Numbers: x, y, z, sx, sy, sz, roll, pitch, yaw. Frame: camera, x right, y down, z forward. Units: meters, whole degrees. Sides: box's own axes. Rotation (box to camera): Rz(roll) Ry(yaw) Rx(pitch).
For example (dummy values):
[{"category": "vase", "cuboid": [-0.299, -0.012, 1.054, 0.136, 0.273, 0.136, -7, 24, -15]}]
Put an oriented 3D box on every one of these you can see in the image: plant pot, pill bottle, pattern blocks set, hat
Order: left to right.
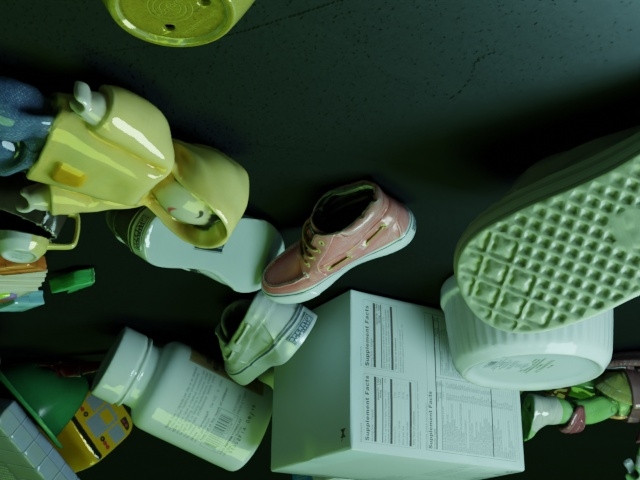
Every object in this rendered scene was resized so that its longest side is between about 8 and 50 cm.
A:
[{"category": "pattern blocks set", "cuboid": [-0.408, 0.057, 1.050, 0.325, 0.026, 0.285, -1, 166, -44]}, {"category": "hat", "cuboid": [-0.381, 0.201, 1.500, 0.208, 0.183, 0.173, 38, 158, 27]}, {"category": "plant pot", "cuboid": [-0.078, -0.166, 0.538, 0.134, 0.095, 0.134, 0, 157, 0]}, {"category": "pill bottle", "cuboid": [-0.190, 0.213, 1.340, 0.229, 0.131, 0.131, 29, 149, -14]}]

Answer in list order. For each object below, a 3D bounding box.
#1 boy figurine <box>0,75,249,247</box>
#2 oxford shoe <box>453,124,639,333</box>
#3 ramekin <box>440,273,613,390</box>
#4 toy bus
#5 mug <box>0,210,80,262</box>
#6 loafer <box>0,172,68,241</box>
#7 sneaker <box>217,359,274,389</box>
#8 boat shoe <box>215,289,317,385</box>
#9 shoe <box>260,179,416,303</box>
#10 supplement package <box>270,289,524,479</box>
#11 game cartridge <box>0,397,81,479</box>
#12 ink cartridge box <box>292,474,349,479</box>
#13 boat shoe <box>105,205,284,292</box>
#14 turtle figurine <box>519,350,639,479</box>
[{"category": "boy figurine", "cuboid": [-0.193, -0.063, 0.793, 0.285, 0.092, 0.177, 18, 144, -30]}, {"category": "oxford shoe", "cuboid": [0.320, -0.047, 0.788, 0.449, 0.169, 0.130, -21, -169, 27]}, {"category": "ramekin", "cuboid": [0.247, 0.106, 1.152, 0.207, 0.109, 0.207, 1, 158, 0]}, {"category": "toy bus", "cuboid": [-0.479, 0.343, 1.683, 0.333, 0.130, 0.108, -22, 105, 42]}, {"category": "mug", "cuboid": [-0.280, -0.014, 0.941, 0.078, 0.064, 0.062, -5, 156, 12]}, {"category": "loafer", "cuboid": [-0.329, -0.034, 0.877, 0.220, 0.078, 0.080, -2, 157, 5]}, {"category": "sneaker", "cuboid": [-0.143, 0.217, 1.447, 0.237, 0.085, 0.086, -3, 174, 12]}, {"category": "boat shoe", "cuboid": [-0.088, 0.116, 1.217, 0.088, 0.096, 0.267, 37, 162, -7]}, {"category": "shoe", "cuboid": [0.000, 0.000, 0.952, 0.178, 0.063, 0.081, -26, 144, 21]}, {"category": "supplement package", "cuboid": [0.097, 0.204, 1.272, 0.263, 0.198, 0.199, 14, 154, -28]}, {"category": "game cartridge", "cuboid": [-0.553, 0.327, 1.564, 0.355, 0.068, 0.230, 0, 136, 35]}, {"category": "ink cartridge box", "cuboid": [0.027, 0.272, 1.444, 0.082, 0.190, 0.139, 15, 153, -26]}, {"category": "boat shoe", "cuboid": [-0.118, -0.004, 0.965, 0.070, 0.078, 0.219, 25, -178, 35]}, {"category": "turtle figurine", "cuboid": [0.404, 0.272, 1.431, 0.266, 0.198, 0.274, 9, 152, -8]}]
